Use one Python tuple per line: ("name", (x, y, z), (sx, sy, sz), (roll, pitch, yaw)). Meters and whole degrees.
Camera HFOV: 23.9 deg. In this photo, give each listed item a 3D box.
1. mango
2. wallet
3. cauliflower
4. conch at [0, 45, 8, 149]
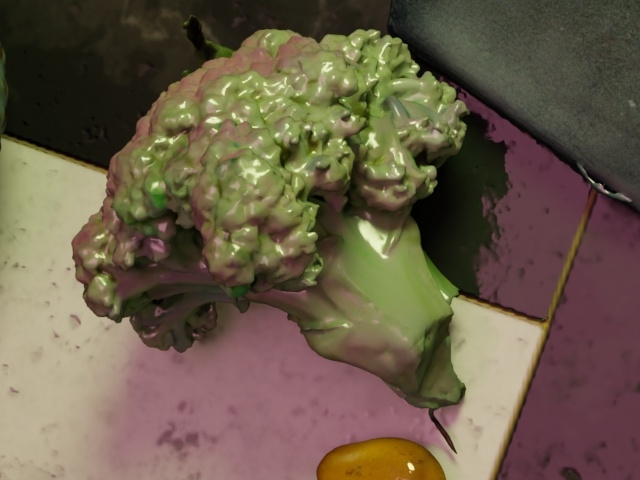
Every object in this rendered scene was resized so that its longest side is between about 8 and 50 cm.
("mango", (0.037, 0.153, 0.959), (0.089, 0.046, 0.060), (8, 88, 32))
("wallet", (0.198, -0.093, 0.885), (0.379, 0.190, 0.046), (37, 51, 21))
("cauliflower", (0.000, 0.000, 0.935), (0.315, 0.239, 0.256), (48, 59, 3))
("conch", (-0.348, -0.114, 1.062), (0.303, 0.215, 0.319), (-25, 98, 16))
